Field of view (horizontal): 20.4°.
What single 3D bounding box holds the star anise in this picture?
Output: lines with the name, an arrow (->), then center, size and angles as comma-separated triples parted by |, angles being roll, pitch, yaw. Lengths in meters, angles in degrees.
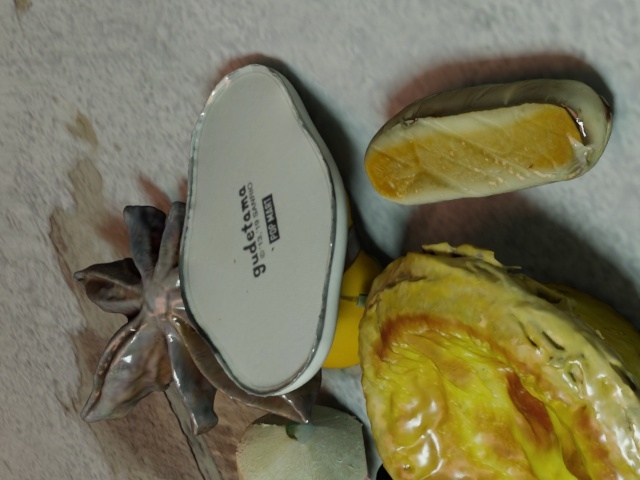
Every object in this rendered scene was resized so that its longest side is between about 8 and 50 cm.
star anise -> -0.115, 0.064, 1.493 | 0.257, 0.110, 0.198 | -10, 86, 41

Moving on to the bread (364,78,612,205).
bread -> 0.104, -0.066, 1.114 | 0.214, 0.053, 0.073 | -9, 115, 54

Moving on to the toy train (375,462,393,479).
toy train -> 0.086, 0.245, 1.347 | 0.234, 0.052, 0.051 | -112, 5, -61

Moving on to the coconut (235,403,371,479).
coconut -> -0.013, 0.193, 1.465 | 0.116, 0.116, 0.122 | 37, 147, 30

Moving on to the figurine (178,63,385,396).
figurine -> 0.000, 0.000, 1.310 | 0.166, 0.141, 0.250 | -20, 67, 44

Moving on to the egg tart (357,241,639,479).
egg tart -> 0.147, 0.120, 1.171 | 0.295, 0.116, 0.295 | 38, 147, 31
